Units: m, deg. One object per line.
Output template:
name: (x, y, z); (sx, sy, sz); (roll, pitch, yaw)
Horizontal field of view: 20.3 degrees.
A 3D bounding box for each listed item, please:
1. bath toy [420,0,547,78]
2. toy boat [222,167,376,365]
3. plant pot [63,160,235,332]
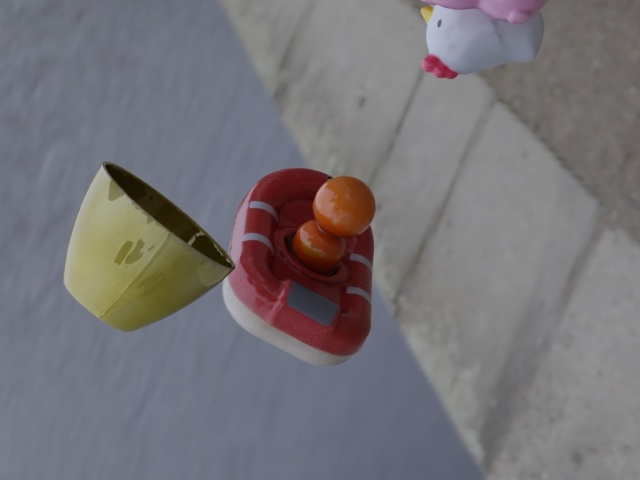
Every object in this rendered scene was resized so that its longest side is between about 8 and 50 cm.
bath toy: (0.148, -0.256, 1.660); (0.129, 0.151, 0.348); (-36, -16, -13)
toy boat: (0.000, 0.000, 1.713); (0.151, 0.151, 0.231); (-54, 16, 28)
plant pot: (-0.149, 0.015, 1.416); (0.095, 0.134, 0.134); (-50, 20, 5)
